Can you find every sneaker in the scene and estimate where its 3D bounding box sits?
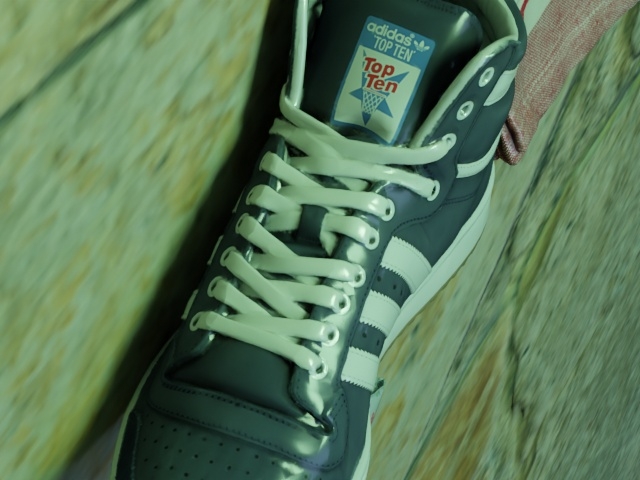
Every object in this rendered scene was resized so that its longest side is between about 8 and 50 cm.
[{"bbox_3d":[0.000,0.000,0.748,0.153,0.099,0.282,98,18,-46],"label":"sneaker"}]

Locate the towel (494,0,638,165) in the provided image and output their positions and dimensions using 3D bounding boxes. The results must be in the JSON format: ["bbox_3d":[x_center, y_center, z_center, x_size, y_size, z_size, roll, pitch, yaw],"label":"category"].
[{"bbox_3d":[0.146,-0.223,0.965,0.237,0.037,0.329,-51,154,-38],"label":"towel"}]

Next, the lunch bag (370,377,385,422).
[{"bbox_3d":[-0.010,0.091,0.892,0.083,0.053,0.071,-27,139,-74],"label":"lunch bag"}]
